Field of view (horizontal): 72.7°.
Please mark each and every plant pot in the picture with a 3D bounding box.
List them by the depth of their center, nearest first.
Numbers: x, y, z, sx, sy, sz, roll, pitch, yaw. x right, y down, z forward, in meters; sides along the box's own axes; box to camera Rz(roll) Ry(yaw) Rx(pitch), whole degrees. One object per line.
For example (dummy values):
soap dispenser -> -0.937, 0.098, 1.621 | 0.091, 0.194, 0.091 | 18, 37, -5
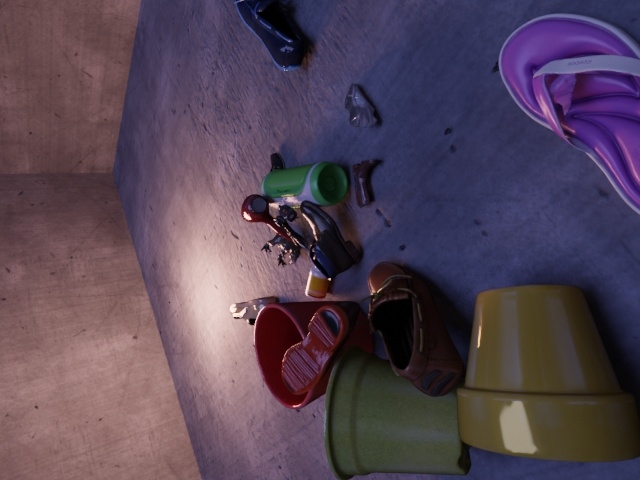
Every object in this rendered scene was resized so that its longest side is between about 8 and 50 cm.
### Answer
plant pot -> 0.346, 0.200, 0.701 | 0.254, 0.254, 0.239 | -19, 66, 53
plant pot -> 0.177, 0.366, 0.903 | 0.253, 0.276, 0.276 | -4, 94, 27
plant pot -> -0.008, 0.281, 1.167 | 0.275, 0.243, 0.275 | 11, 104, 52

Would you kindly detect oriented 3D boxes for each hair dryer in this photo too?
hair dryer -> -0.152, -0.047, 1.319 | 0.293, 0.080, 0.224 | 27, 155, 38

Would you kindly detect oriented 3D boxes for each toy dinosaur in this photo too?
toy dinosaur -> -0.139, 0.012, 1.452 | 0.268, 0.064, 0.118 | 50, 126, 38

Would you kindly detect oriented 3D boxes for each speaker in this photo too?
speaker -> -0.056, -0.154, 1.253 | 0.296, 0.131, 0.131 | 4, 99, 53

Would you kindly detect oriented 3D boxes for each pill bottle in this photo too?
pill bottle -> -0.003, 0.111, 1.279 | 0.065, 0.065, 0.116 | 39, 126, 43

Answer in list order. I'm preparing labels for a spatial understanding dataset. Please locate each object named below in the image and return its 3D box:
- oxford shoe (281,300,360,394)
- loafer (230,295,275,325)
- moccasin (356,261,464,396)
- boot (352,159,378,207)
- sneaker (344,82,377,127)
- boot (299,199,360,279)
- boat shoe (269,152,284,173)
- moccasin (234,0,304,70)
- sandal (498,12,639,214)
oxford shoe -> 0.004, 0.235, 0.933 | 0.097, 0.098, 0.271 | 48, 125, 22
loafer -> -0.254, 0.269, 1.611 | 0.268, 0.101, 0.092 | -25, 71, 51
moccasin -> 0.159, 0.157, 0.915 | 0.139, 0.147, 0.380 | -54, 21, 24
boot -> 0.117, -0.142, 1.097 | 0.106, 0.037, 0.114 | 171, 95, -66
sneaker -> 0.099, -0.331, 1.082 | 0.054, 0.061, 0.152 | 120, 149, -49
boot -> 0.000, 0.000, 1.146 | 0.219, 0.106, 0.082 | 47, 157, -1
boat shoe -> -0.143, -0.227, 1.428 | 0.049, 0.042, 0.133 | -30, 71, 53
moccasin -> -0.134, -0.656, 1.280 | 0.342, 0.137, 0.117 | 54, 150, 15
sandal -> 0.411, -0.202, 0.641 | 0.416, 0.102, 0.169 | 59, 137, 29
